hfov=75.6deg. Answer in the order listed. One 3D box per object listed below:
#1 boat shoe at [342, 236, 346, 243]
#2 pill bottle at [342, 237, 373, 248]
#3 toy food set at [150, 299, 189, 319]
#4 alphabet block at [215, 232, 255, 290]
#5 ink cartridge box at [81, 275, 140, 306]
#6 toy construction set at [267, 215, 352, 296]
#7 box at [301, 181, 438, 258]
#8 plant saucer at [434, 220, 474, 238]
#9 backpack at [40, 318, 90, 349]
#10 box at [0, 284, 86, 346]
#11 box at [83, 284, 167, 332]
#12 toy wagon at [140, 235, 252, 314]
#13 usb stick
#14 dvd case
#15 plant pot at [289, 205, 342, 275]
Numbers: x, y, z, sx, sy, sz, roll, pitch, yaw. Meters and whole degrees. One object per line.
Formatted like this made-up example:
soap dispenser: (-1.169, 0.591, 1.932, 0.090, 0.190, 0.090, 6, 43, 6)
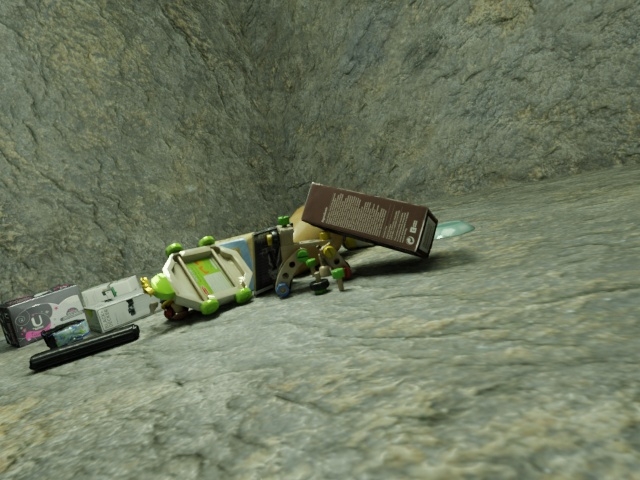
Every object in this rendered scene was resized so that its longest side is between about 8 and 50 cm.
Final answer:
boat shoe: (0.000, 0.000, 1.775, 0.355, 0.132, 0.130, -39, 30, 51)
pill bottle: (0.184, -0.023, 1.793, 0.184, 0.103, 0.103, -10, 8, 29)
toy food set: (-0.433, 0.215, 1.326, 0.218, 0.071, 0.128, -17, -17, -36)
alphabet block: (-0.323, 0.089, 1.546, 0.192, 0.193, 0.197, -12, 7, 5)
ink cartridge box: (-1.031, 0.254, 2.047, 0.219, 0.092, 0.160, -16, 8, -9)
toy construction set: (-0.034, 0.023, 1.314, 0.257, 0.237, 0.309, -12, 7, 18)
box: (0.155, -0.063, 1.292, 0.381, 0.143, 0.191, 14, -2, 25)
plant saucer: (0.505, -0.048, 1.632, 0.195, 0.037, 0.195, -14, 6, 2)
backpack: (-0.768, 0.291, 1.257, 0.105, 0.084, 0.114, -6, 16, 47)
box: (-1.071, 0.285, 1.597, 0.142, 0.163, 0.247, -4, 12, 38)
box: (-0.687, 0.238, 1.515, 0.290, 0.087, 0.169, -20, 9, -40)
toy wagon: (-0.388, 0.115, 1.293, 0.344, 0.267, 0.068, -15, -37, -41)
usb stick: (-0.659, 0.298, 1.165, 0.278, 0.045, 0.077, -17, 0, -19)
dvd case: (-0.155, 0.061, 1.357, 0.018, 0.221, 0.164, 21, 29, 39)
plant pot: (-0.075, 0.025, 1.583, 0.237, 0.237, 0.254, -9, 24, 36)
